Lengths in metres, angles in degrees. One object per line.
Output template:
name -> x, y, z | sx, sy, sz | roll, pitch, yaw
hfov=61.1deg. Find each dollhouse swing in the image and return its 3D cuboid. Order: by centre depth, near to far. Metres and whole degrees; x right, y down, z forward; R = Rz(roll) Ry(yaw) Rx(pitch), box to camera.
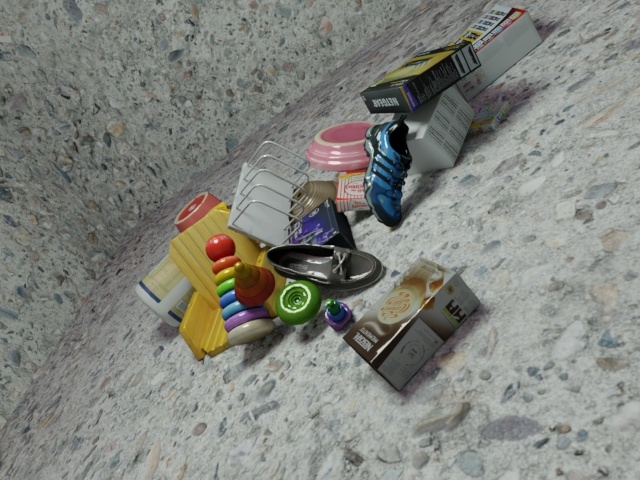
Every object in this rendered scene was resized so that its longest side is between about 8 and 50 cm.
dollhouse swing -> -0.338, 0.128, 1.733 | 0.347, 0.305, 0.315 | -30, 26, 24

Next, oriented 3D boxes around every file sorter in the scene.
file sorter -> -0.152, -0.151, 1.734 | 0.173, 0.193, 0.277 | -42, 31, 44

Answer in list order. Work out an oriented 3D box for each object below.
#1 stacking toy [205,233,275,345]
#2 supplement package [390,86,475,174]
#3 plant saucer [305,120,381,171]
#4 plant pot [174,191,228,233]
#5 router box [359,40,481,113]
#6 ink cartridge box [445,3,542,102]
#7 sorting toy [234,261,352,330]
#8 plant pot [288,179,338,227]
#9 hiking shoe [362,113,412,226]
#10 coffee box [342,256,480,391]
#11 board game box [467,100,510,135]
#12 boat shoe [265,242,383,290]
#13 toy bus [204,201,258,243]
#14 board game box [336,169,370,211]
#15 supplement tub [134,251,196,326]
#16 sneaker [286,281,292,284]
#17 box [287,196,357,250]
stacking toy -> -0.247, 0.129, 1.576 | 0.141, 0.141, 0.330 | -31, 69, 25
supplement package -> 0.320, -0.330, 1.634 | 0.194, 0.149, 0.203 | -2, 58, 56
plant saucer -> 0.107, -0.347, 1.933 | 0.332, 0.084, 0.332 | -8, 29, 4
plant pot -> -0.468, -0.058, 2.316 | 0.275, 0.243, 0.275 | -34, 24, 18
router box -> 0.280, -0.469, 1.591 | 0.243, 0.081, 0.309 | -35, 19, -8
ink cartridge box -> 0.542, -0.654, 1.874 | 0.309, 0.130, 0.272 | -39, 30, 8
sorting toy -> -0.094, 0.127, 1.390 | 0.365, 0.126, 0.127 | 17, 65, 29
plant pot -> -0.038, -0.128, 1.888 | 0.237, 0.110, 0.237 | -32, 36, 28
hiking shoe -> 0.195, -0.192, 1.519 | 0.132, 0.113, 0.304 | -13, 82, 52
coffee box -> 0.184, 0.165, 1.118 | 0.246, 0.098, 0.141 | -46, 24, -7
board game box -> 0.481, -0.363, 1.634 | 0.103, 0.026, 0.154 | -52, 26, -22
boat shoe -> -0.001, 0.066, 1.458 | 0.335, 0.095, 0.112 | 3, 73, 32
toy bus -> -0.341, -0.007, 2.080 | 0.149, 0.220, 0.211 | -38, 30, 18
board game box -> 0.129, -0.162, 1.739 | 0.147, 0.045, 0.193 | -4, 34, 7
supplement tub -> -0.519, 0.146, 2.069 | 0.316, 0.228, 0.228 | -47, 24, -11
sneaker -> -0.067, 0.146, 1.623 | 0.044, 0.040, 0.109 | -32, 25, -15
box -> 0.000, 0.000, 1.680 | 0.184, 0.103, 0.261 | -35, 25, 11
